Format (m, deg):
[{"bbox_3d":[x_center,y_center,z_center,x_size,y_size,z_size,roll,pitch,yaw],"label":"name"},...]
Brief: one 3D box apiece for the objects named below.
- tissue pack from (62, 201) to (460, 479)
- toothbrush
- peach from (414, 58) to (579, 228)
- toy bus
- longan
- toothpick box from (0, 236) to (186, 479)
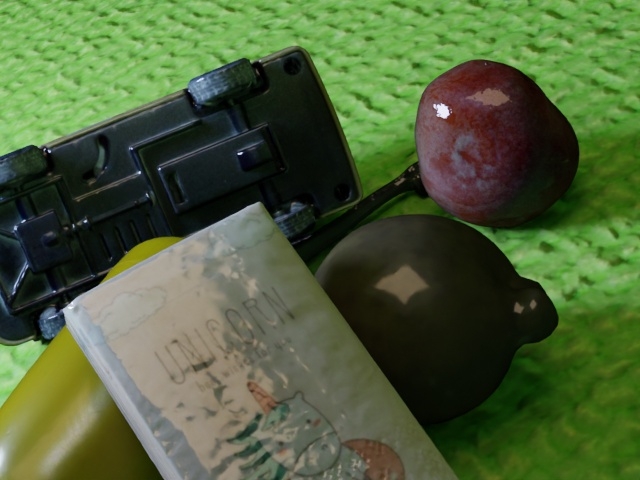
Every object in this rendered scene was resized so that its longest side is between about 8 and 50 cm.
[{"bbox_3d":[-0.025,0.137,1.068,0.170,0.071,0.325,-29,68,-17],"label":"tissue pack"},{"bbox_3d":[0.000,0.000,1.453,0.297,0.030,0.030,-31,44,-20],"label":"toothbrush"},{"bbox_3d":[0.169,-0.087,1.404,0.152,0.152,0.152,-13,33,9],"label":"peach"},{"bbox_3d":[-0.160,-0.040,1.439,0.365,0.177,0.202,-22,7,-9],"label":"toy bus"},{"bbox_3d":[0.084,0.059,1.197,0.204,0.159,0.185,-3,31,28],"label":"longan"},{"bbox_3d":[-0.150,0.141,1.186,0.175,0.175,0.271,8,45,36],"label":"toothpick box"}]
